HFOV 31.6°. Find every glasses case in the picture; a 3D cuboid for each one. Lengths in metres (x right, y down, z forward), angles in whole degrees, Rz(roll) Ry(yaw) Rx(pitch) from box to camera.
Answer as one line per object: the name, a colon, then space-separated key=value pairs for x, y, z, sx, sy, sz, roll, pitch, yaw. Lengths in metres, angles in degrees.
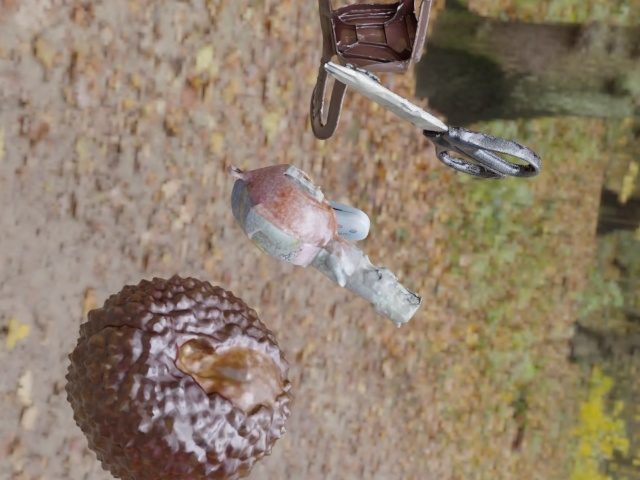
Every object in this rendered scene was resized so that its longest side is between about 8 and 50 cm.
glasses case: x=-0.002 y=-0.041 z=1.949 sx=0.067 sy=0.179 sz=0.045 roll=84 pitch=23 yaw=-55

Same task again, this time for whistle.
whistle: x=0.001 y=-0.001 z=1.662 sx=0.133 sy=0.346 sz=0.142 roll=-53 pitch=-174 yaw=-2

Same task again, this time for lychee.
lychee: x=-0.120 y=0.126 z=0.933 sx=0.188 sy=0.188 sz=0.188 roll=8 pitch=90 yaw=-72

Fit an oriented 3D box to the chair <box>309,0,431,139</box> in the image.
chair: x=0.076 y=-0.327 z=1.915 sx=0.326 sy=0.183 sz=0.175 roll=92 pitch=-6 yaw=-52

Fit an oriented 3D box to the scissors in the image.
scissors: x=0.106 y=-0.116 z=1.114 sx=0.300 sy=0.109 sz=0.022 roll=24 pitch=73 yaw=-41
